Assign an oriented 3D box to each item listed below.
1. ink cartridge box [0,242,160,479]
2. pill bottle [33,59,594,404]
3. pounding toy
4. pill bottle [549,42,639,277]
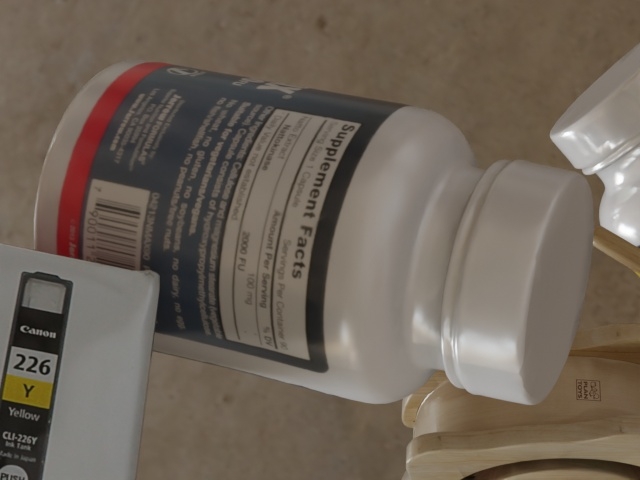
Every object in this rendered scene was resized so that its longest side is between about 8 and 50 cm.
[{"bbox_3d":[-0.219,0.065,0.521,0.130,0.310,0.271,116,162,-48],"label":"ink cartridge box"},{"bbox_3d":[0.000,0.000,0.590,0.180,0.108,0.108,12,77,22],"label":"pill bottle"},{"bbox_3d":[0.180,0.094,1.075,0.270,0.154,0.154,-7,58,17],"label":"pounding toy"},{"bbox_3d":[0.343,-0.008,1.294,0.188,0.334,0.188,-43,4,4],"label":"pill bottle"}]
